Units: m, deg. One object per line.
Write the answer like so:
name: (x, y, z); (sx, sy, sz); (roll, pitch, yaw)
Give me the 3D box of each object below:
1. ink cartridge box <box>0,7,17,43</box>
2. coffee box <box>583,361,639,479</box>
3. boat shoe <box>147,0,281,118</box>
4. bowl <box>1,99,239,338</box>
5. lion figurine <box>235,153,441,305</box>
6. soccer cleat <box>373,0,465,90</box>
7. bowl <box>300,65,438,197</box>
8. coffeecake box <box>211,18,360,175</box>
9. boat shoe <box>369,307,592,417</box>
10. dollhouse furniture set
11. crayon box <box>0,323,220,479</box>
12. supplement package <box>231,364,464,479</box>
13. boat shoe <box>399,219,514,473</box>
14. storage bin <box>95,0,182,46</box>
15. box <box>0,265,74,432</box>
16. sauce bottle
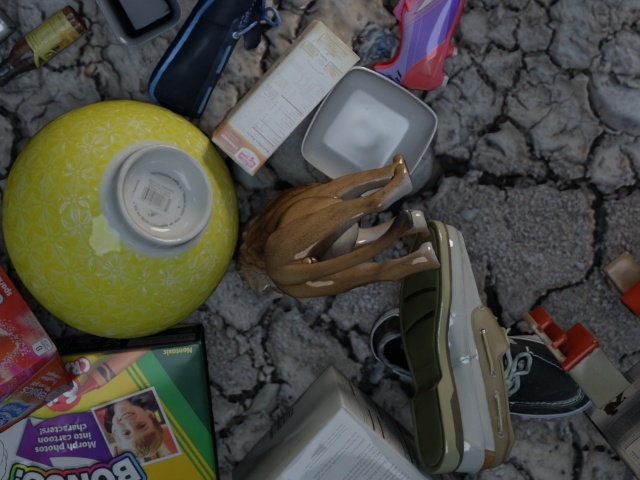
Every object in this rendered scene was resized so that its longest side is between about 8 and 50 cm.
ink cartridge box: (-0.590, -0.272, 1.568); (0.324, 0.071, 0.330); (-39, 97, 4)
coffee box: (0.450, 0.274, 1.621); (0.119, 0.297, 0.168); (-41, 101, 4)
boat shoe: (-0.108, -0.263, 1.598); (0.089, 0.109, 0.258); (33, 113, -16)
bowl: (-0.206, -0.039, 1.529); (0.289, 0.156, 0.289); (6, 77, -27)
lion figurine: (0.000, 0.000, 1.492); (0.240, 0.392, 0.142); (-19, 90, 4)
soccer cleat: (0.139, -0.304, 1.607); (0.095, 0.083, 0.248); (15, 102, -2)
bowl: (0.058, -0.134, 1.644); (0.142, 0.053, 0.142); (31, 98, -9)
coffeecake box: (-0.044, -0.173, 1.584); (0.068, 0.142, 0.185); (42, 96, -10)
boat shoe: (0.214, 0.162, 1.682); (0.306, 0.105, 0.113); (21, 98, -7)
dollhouse furniture set: (0.389, 0.070, 1.601); (0.259, 0.262, 0.135); (-38, 98, 4)
crayon box: (-0.312, 0.282, 1.668); (0.363, 0.106, 0.313); (-6, 101, -3)
supplement package: (0.050, 0.332, 1.655); (0.263, 0.198, 0.199); (42, 95, -10)
boat shoe: (0.165, 0.127, 1.587); (0.103, 0.113, 0.302); (3, 77, -23)
storage bin: (-0.220, -0.307, 1.574); (0.098, 0.091, 0.135); (-28, 102, 2)
box: (-0.412, 0.089, 1.548); (0.128, 0.122, 0.257); (-32, 67, -14)
sauce bottle: (-0.343, -0.233, 1.606); (0.128, 0.042, 0.042); (-36, 101, 6)
